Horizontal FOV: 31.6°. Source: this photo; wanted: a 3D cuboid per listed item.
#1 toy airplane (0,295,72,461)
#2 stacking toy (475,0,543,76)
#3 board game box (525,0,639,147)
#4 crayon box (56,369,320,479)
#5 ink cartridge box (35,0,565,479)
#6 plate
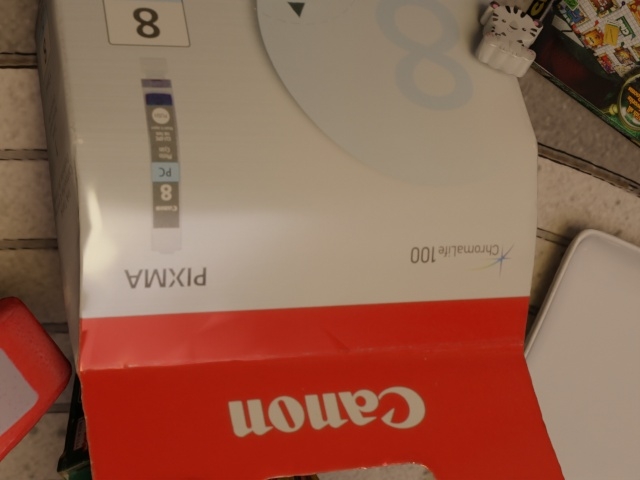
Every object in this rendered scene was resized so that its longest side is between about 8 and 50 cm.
[{"bbox_3d":[-0.366,0.192,0.646,0.386,0.272,0.384,13,100,-18],"label":"toy airplane"},{"bbox_3d":[0.075,-0.209,0.690,0.221,0.052,0.167,23,140,-6],"label":"stacking toy"},{"bbox_3d":[0.280,-0.149,0.932,0.259,0.030,0.136,30,95,-30],"label":"board game box"},{"bbox_3d":[-0.063,0.194,0.817,0.081,0.202,0.318,-23,120,8],"label":"crayon box"},{"bbox_3d":[0.000,0.000,0.696,0.308,0.385,0.091,-1,152,-23],"label":"ink cartridge box"},{"bbox_3d":[0.270,0.143,1.033,0.278,0.045,0.277,18,101,-28],"label":"plate"}]
